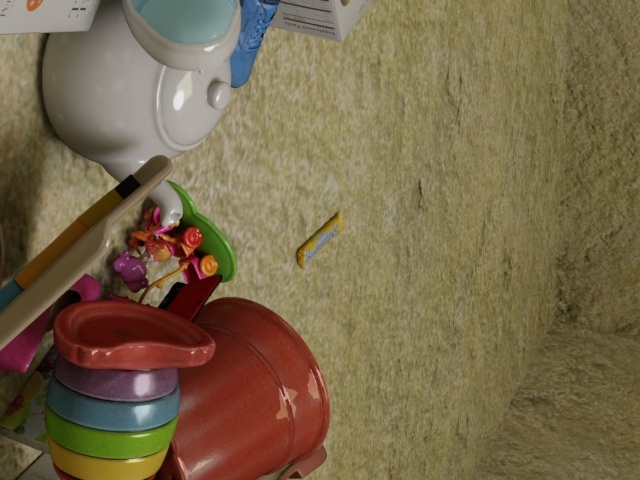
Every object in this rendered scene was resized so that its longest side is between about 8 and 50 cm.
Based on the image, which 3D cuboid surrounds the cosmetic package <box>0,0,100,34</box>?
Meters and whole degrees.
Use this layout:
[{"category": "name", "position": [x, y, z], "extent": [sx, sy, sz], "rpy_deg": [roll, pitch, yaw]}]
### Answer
[{"category": "cosmetic package", "position": [-0.234, -0.383, 1.151], "extent": [0.377, 0.097, 0.284], "rpy_deg": [-65, 175, 14]}]

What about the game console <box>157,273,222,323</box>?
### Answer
[{"category": "game console", "position": [-0.179, 0.123, 1.551], "extent": [0.144, 0.085, 0.124], "rpy_deg": [-56, 149, -39]}]

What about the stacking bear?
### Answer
[{"category": "stacking bear", "position": [-0.242, 0.229, 1.409], "extent": [0.175, 0.164, 0.288], "rpy_deg": [2, 106, -29]}]

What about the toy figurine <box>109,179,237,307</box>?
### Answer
[{"category": "toy figurine", "position": [-0.220, 0.033, 1.640], "extent": [0.159, 0.130, 0.173], "rpy_deg": [-44, 122, -33]}]

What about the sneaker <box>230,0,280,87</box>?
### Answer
[{"category": "sneaker", "position": [-0.099, -0.305, 1.699], "extent": [0.069, 0.082, 0.209], "rpy_deg": [-42, 142, -53]}]

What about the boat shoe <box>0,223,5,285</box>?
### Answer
[{"category": "boat shoe", "position": [-0.394, 0.059, 1.302], "extent": [0.065, 0.075, 0.206], "rpy_deg": [-1, 111, -68]}]

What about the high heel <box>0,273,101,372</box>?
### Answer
[{"category": "high heel", "position": [-0.312, 0.097, 1.434], "extent": [0.244, 0.117, 0.082], "rpy_deg": [-7, 125, -64]}]

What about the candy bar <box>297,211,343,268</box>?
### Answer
[{"category": "candy bar", "position": [0.000, 0.000, 2.180], "extent": [0.161, 0.018, 0.040], "rpy_deg": [-43, 142, -50]}]

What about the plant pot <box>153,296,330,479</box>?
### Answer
[{"category": "plant pot", "position": [-0.172, 0.255, 1.704], "extent": [0.265, 0.272, 0.272], "rpy_deg": [-32, 133, -46]}]

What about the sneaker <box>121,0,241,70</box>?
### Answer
[{"category": "sneaker", "position": [-0.159, -0.355, 1.321], "extent": [0.150, 0.135, 0.365], "rpy_deg": [96, -16, -58]}]

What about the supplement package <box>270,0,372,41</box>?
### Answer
[{"category": "supplement package", "position": [-0.012, -0.426, 1.741], "extent": [0.139, 0.134, 0.244], "rpy_deg": [-57, 151, -31]}]

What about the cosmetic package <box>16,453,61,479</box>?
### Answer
[{"category": "cosmetic package", "position": [-0.322, 0.383, 1.565], "extent": [0.184, 0.151, 0.151], "rpy_deg": [-44, 143, -46]}]

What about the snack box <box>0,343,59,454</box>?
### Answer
[{"category": "snack box", "position": [-0.317, 0.195, 1.519], "extent": [0.141, 0.100, 0.037], "rpy_deg": [-59, 152, -30]}]

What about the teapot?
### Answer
[{"category": "teapot", "position": [-0.189, -0.197, 1.444], "extent": [0.252, 0.187, 0.256], "rpy_deg": [-54, 148, -38]}]

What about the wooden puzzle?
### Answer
[{"category": "wooden puzzle", "position": [-0.269, 0.009, 1.305], "extent": [0.221, 0.044, 0.238], "rpy_deg": [-39, -168, 21]}]

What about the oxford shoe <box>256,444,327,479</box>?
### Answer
[{"category": "oxford shoe", "position": [-0.121, 0.374, 2.083], "extent": [0.348, 0.123, 0.130], "rpy_deg": [-24, 100, -58]}]
